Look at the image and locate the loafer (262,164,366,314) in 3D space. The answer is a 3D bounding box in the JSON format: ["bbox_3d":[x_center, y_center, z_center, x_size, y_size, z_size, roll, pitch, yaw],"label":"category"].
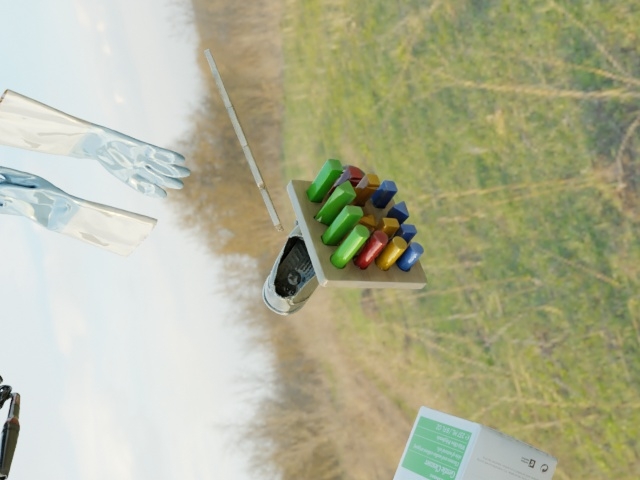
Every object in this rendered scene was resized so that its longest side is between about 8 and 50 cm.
[{"bbox_3d":[0.000,0.000,1.404,0.251,0.094,0.087,-62,-1,-5],"label":"loafer"}]

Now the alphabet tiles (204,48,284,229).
[{"bbox_3d":[-0.081,-0.105,1.010,0.237,0.009,0.198,136,112,-88],"label":"alphabet tiles"}]

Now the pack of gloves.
[{"bbox_3d":[-0.278,-0.079,1.068,0.195,0.232,0.046,-41,41,38],"label":"pack of gloves"}]

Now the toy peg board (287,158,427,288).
[{"bbox_3d":[0.062,-0.026,1.208,0.079,0.161,0.161,-53,45,42],"label":"toy peg board"}]

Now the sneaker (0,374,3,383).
[{"bbox_3d":[-0.571,0.240,1.469,0.315,0.182,0.127,51,-122,-79],"label":"sneaker"}]

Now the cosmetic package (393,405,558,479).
[{"bbox_3d":[0.184,0.452,1.387,0.365,0.155,0.197,-67,19,-11],"label":"cosmetic package"}]

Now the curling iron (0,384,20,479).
[{"bbox_3d":[-0.530,0.321,1.573,0.274,0.068,0.035,-131,32,-60],"label":"curling iron"}]
